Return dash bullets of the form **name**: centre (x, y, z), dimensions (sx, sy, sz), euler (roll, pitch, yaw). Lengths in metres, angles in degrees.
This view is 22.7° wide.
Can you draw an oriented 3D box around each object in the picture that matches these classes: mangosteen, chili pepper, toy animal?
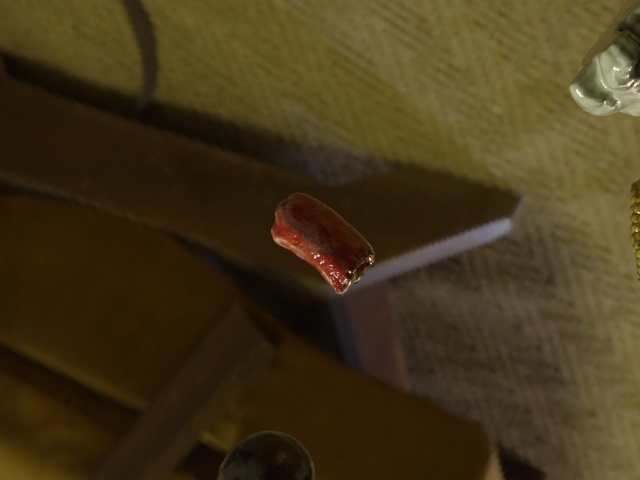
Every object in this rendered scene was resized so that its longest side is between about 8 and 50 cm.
- **mangosteen**: centre (-0.066, 0.338, 2.185), dimensions (0.152, 0.152, 0.152), euler (23, 150, 14)
- **chili pepper**: centre (0.000, 0.000, 1.819), dimensions (0.123, 0.073, 0.070), euler (37, 180, 13)
- **toy animal**: centre (0.402, -0.215, 1.688), dimensions (0.188, 0.308, 0.266), euler (45, 116, -7)

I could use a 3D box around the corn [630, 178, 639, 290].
- **corn**: centre (0.359, 0.074, 1.524), dimensions (0.106, 0.106, 0.293), euler (0, 105, 44)
